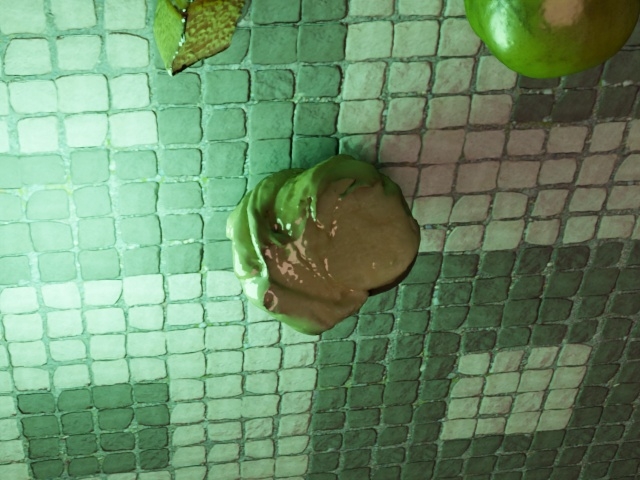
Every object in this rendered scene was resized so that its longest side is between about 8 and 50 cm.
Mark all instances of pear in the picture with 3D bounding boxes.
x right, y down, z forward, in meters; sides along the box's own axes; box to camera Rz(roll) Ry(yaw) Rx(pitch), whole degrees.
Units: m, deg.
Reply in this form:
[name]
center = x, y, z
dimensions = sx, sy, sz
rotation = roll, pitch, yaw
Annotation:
[pear]
center = 0.360, -0.421, 1.825
dimensions = 0.287, 0.287, 0.375
rotation = -14, 150, 1

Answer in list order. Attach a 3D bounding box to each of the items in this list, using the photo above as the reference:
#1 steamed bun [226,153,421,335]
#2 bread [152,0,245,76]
[steamed bun]
center = -0.005, -0.001, 2.191
dimensions = 0.372, 0.230, 0.325
rotation = -40, 120, -15
[bread]
center = -0.195, -0.400, 1.862
dimensions = 0.141, 0.178, 0.266
rotation = 24, 128, 8
